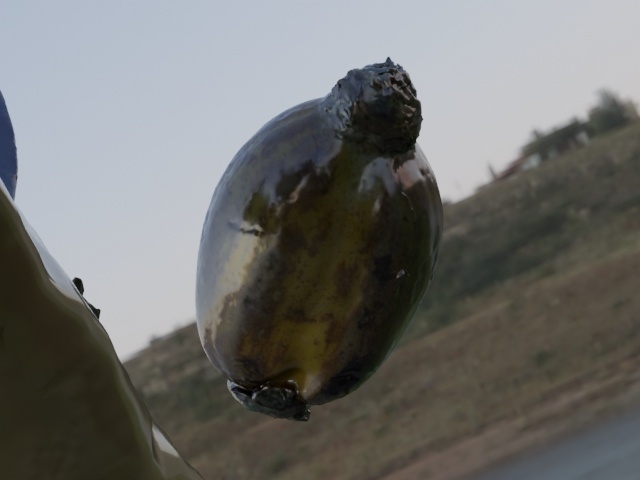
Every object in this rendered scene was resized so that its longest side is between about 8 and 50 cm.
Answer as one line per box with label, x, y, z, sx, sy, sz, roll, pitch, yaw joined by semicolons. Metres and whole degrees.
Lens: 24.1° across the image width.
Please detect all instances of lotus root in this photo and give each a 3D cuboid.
lotus root;0.000;0.000;0.762;0.120;0.120;0.210;-15;-47;-48

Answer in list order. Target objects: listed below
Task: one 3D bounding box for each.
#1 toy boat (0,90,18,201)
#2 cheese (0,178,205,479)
toy boat;-0.129;-0.075;0.577;0.067;0.221;0.291;13;-52;-18
cheese;-0.159;0.098;0.383;0.318;0.115;0.326;11;-67;-44
